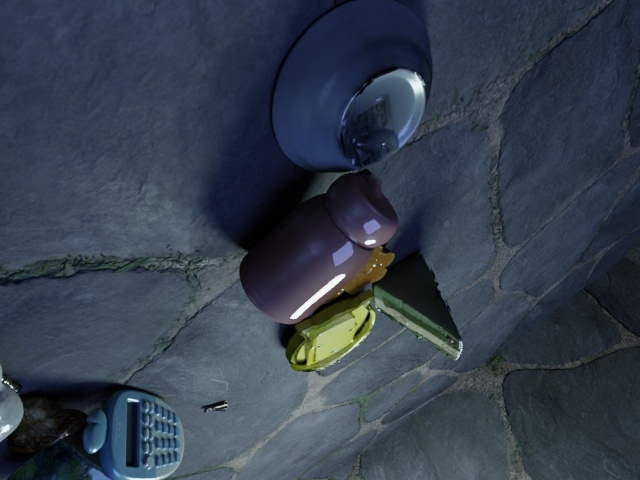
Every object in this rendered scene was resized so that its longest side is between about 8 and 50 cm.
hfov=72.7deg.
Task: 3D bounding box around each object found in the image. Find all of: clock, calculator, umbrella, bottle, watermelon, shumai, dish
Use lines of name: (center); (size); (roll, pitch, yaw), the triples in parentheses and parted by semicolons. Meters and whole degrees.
clock: (0.026, 0.254, 1.215); (0.277, 0.071, 0.293); (-18, 141, -26)
calculator: (-0.396, 0.425, 0.946); (0.042, 0.188, 0.302); (-22, 146, 13)
umbrella: (-0.291, 0.470, 1.223); (0.083, 0.020, 0.031); (10, 122, -40)
bottle: (0.000, 0.000, 0.819); (0.173, 0.206, 0.297); (38, 116, -18)
watermelon: (-0.516, 0.499, 0.948); (0.213, 0.201, 0.261); (-35, 117, 0)
shumai: (-0.523, 0.344, 0.837); (0.123, 0.139, 0.104); (-11, 110, -74)
dish: (0.082, -0.221, 0.722); (0.317, 0.106, 0.316); (-23, 142, -20)

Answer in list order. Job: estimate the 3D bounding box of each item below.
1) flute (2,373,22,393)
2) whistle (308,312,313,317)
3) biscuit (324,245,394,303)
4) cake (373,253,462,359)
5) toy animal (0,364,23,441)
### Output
flute: (-0.550, 0.191, 0.694); (0.027, 0.027, 0.233); (-24, 142, -19)
whistle: (-0.048, 0.173, 1.096); (0.035, 0.035, 0.100); (-45, 142, 9)
biscuit: (0.059, 0.072, 1.071); (0.289, 0.044, 0.201); (-12, 137, -33)
cake: (0.259, 0.208, 1.207); (0.172, 0.283, 0.158); (-18, 142, 0)
toy animal: (-0.570, 0.260, 0.645); (0.193, 0.127, 0.178); (-11, 136, -10)
